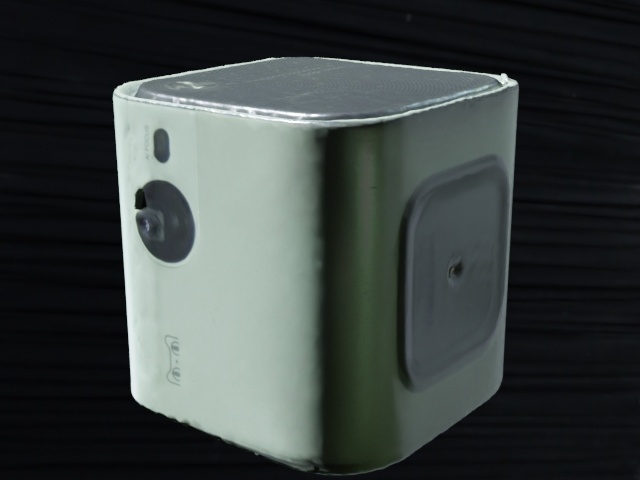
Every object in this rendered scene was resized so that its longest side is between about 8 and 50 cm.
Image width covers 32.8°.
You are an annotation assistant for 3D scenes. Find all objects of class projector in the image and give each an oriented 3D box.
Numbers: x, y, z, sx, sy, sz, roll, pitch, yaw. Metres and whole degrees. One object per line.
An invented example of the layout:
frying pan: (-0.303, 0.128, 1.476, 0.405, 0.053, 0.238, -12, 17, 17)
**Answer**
projector: (0.000, 0.000, 0.833, 0.248, 0.248, 0.249, 13, 111, 36)
